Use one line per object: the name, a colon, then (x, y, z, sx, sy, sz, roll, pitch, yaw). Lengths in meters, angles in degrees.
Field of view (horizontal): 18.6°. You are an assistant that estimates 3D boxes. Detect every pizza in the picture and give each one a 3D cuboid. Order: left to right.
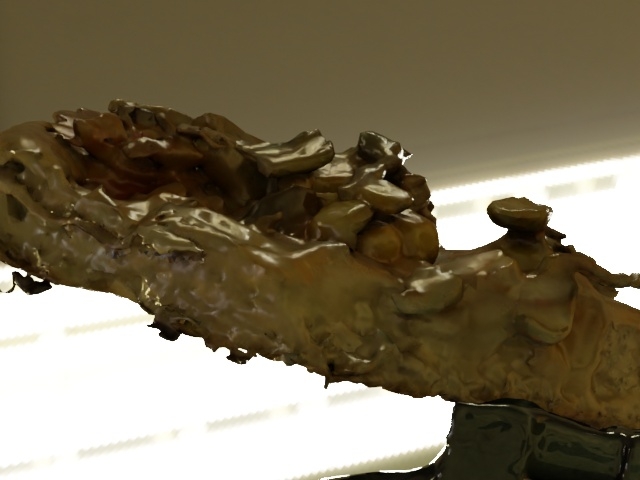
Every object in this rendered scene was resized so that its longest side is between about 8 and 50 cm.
pizza: (0.000, 0.000, 0.570, 0.147, 0.226, 0.069, 4, -77, -65)

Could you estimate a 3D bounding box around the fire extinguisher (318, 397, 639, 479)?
fire extinguisher: (0.173, 0.127, 0.455, 0.376, 0.113, 0.200, 15, -61, 2)
